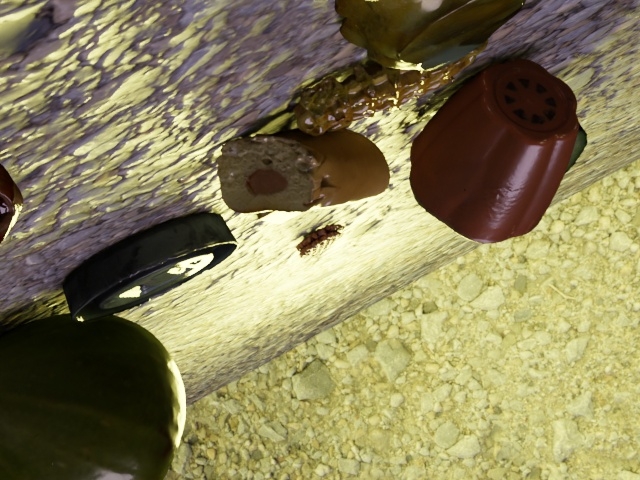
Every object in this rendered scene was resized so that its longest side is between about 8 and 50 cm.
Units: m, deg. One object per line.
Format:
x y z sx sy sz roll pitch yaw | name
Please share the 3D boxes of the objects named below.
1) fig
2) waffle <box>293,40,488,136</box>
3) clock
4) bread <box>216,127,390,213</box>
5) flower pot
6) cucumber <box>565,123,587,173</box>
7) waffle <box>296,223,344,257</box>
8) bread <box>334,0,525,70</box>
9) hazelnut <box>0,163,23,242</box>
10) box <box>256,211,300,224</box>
-0.340 0.226 1.745 0.316 0.316 0.316 -25 171 -4 | fig
0.065 -0.159 1.357 0.192 0.046 0.160 -18 170 -39 | waffle
-0.212 0.033 1.676 0.226 0.049 0.226 -26 171 -4 | clock
-0.015 -0.077 1.432 0.134 0.085 0.173 -1 -173 33 | bread
0.219 -0.120 1.631 0.190 0.190 0.173 -20 154 -31 | flower pot
0.264 -0.125 1.839 0.191 0.130 0.191 -29 169 -6 | cucumber
0.000 0.000 2.103 0.083 0.029 0.075 -34 171 28 | waffle
0.096 -0.199 1.100 0.161 0.088 0.233 -29 172 1 | bread
-0.280 -0.029 1.082 0.086 0.086 0.086 -25 171 -4 | hazelnut
-0.005 -0.067 1.742 0.156 0.022 0.089 -28 171 11 | box
